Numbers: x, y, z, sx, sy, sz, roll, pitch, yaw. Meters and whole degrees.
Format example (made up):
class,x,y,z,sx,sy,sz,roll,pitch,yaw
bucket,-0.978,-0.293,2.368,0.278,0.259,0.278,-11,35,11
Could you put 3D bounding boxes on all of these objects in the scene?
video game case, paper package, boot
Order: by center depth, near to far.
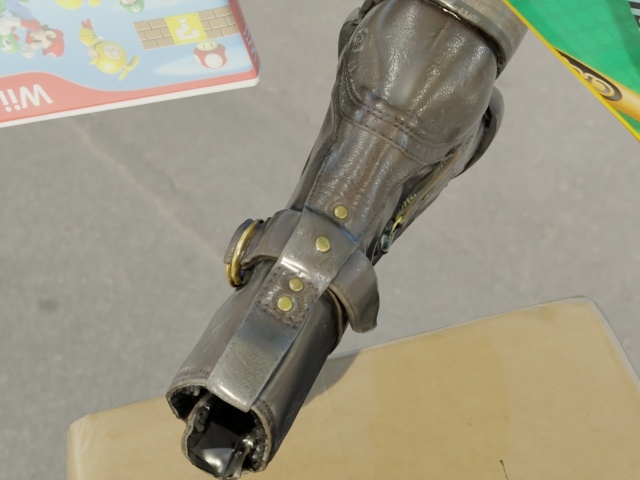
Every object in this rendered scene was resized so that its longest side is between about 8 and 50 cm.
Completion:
class,x,y,z,sx,sy,sz,roll,pitch,yaw
boot,0.000,0.000,0.679,0.091,0.263,0.229,28,77,6
paper package,0.045,0.213,0.725,0.309,0.168,0.325,-13,42,-6
video game case,-0.173,-0.200,0.951,0.204,0.285,0.025,-8,41,15

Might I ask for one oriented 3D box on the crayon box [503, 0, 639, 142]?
class,x,y,z,sx,sy,sz,roll,pitch,yaw
crayon box,0.186,-0.044,0.382,0.278,0.081,0.165,42,69,-19
